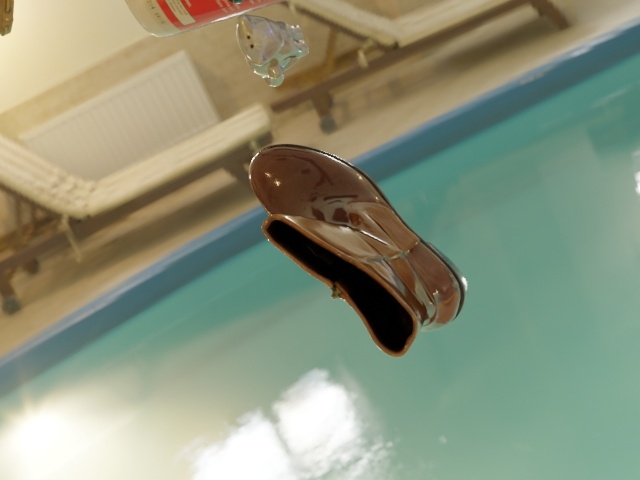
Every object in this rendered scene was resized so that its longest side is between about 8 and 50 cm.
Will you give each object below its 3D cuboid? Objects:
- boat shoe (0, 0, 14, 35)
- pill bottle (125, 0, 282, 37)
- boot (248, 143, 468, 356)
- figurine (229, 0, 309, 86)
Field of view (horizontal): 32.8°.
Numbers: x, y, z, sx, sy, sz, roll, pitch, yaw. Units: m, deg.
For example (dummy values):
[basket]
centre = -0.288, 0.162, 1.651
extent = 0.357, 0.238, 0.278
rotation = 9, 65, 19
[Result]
[boat shoe]
centre = -0.455, -0.421, 1.519
extent = 0.089, 0.285, 0.104
rotation = -2, 38, -37
[pill bottle]
centre = -0.109, -0.480, 1.707
extent = 0.408, 0.229, 0.229
rotation = -14, 21, 15
[boot]
centre = 0.000, 0.000, 0.958
extent = 0.096, 0.264, 0.280
rotation = -47, -12, 14
[figurine]
centre = -0.098, -0.322, 1.479
extent = 0.092, 0.214, 0.209
rotation = -23, 1, 8
